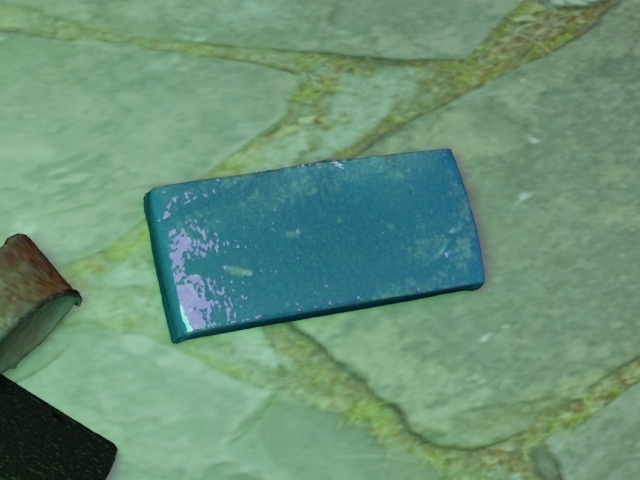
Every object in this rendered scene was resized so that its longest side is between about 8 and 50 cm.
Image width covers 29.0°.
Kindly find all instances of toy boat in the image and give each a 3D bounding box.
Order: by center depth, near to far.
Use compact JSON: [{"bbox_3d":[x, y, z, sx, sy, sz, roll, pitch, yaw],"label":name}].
[{"bbox_3d":[-0.351,0.004,1.004,0.282,0.096,0.206,38,33,8],"label":"toy boat"}]

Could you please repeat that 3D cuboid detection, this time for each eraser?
[{"bbox_3d":[0.000,0.000,1.161,0.311,0.042,0.144,-8,76,-20],"label":"eraser"}]

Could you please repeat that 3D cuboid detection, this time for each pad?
[{"bbox_3d":[-0.311,0.112,0.949,0.330,0.220,0.004,33,99,-6],"label":"pad"}]
